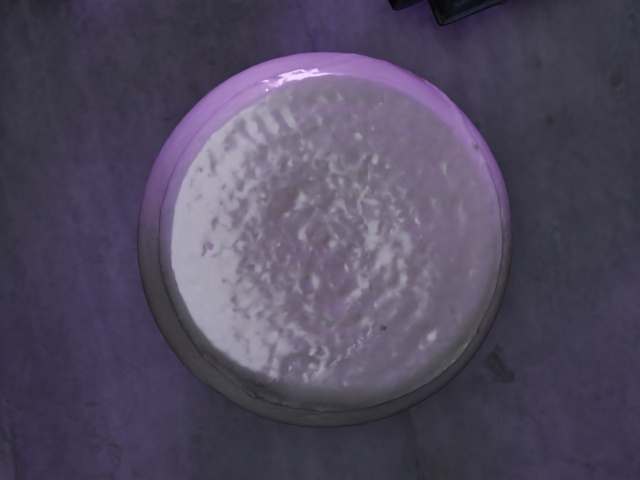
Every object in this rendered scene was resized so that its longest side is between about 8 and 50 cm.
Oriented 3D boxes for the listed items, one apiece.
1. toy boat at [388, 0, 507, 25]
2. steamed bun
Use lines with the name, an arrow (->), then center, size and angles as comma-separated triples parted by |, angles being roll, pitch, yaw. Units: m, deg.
toy boat -> 0.178, -0.253, 0.773 | 0.319, 0.092, 0.141 | -22, 88, -3
steamed bun -> 0.000, 0.000, 0.755 | 0.231, 0.145, 0.232 | 0, 90, -9
